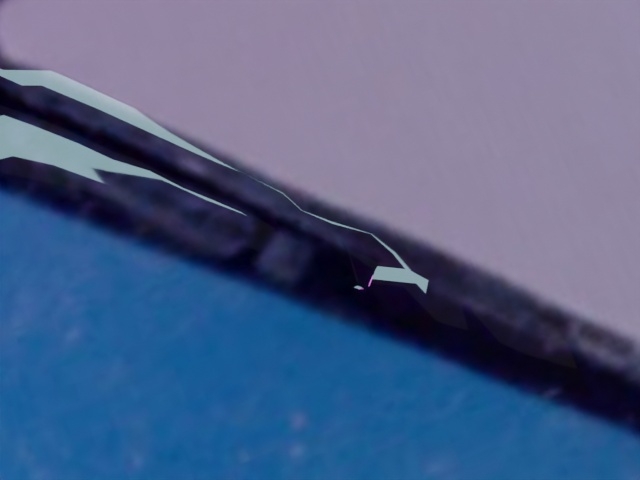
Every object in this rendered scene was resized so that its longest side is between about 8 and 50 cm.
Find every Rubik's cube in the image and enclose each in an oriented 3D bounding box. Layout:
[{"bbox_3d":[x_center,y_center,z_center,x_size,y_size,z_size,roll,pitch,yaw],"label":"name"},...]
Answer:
[{"bbox_3d":[0.072,0.089,0.440,0.310,0.307,0.305,-19,73,-11],"label":"Rubik's cube"}]
